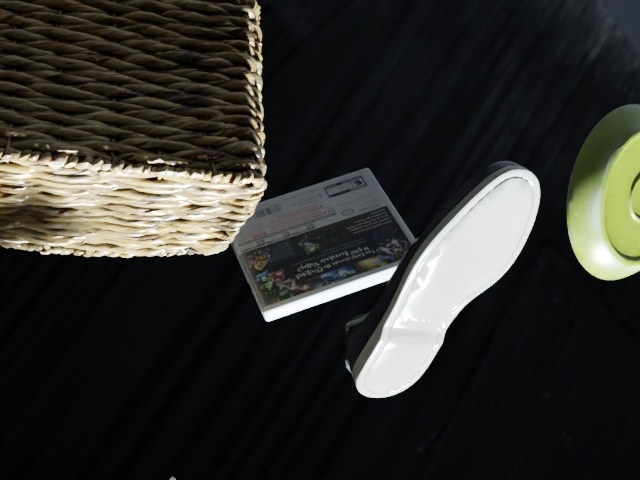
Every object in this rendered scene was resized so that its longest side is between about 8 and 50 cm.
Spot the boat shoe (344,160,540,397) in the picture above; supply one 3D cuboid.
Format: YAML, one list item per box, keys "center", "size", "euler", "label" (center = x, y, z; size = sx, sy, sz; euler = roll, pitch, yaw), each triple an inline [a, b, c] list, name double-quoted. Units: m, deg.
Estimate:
- center: [0.073, 0.018, 0.711]
  size: [0.075, 0.206, 0.065]
  euler: [11, -146, -31]
  label: "boat shoe"

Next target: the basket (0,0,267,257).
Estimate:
- center: [-0.216, -0.119, 0.994]
  size: [0.299, 0.223, 0.213]
  euler: [4, 155, -19]
  label: "basket"

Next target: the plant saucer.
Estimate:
- center: [0.423, -0.061, 1.376]
  size: [0.037, 0.241, 0.241]
  euler: [17, 155, 50]
  label: "plant saucer"

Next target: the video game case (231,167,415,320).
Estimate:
- center: [0.000, 0.000, 1.169]
  size: [0.173, 0.190, 0.022]
  euler: [-119, 15, -45]
  label: "video game case"

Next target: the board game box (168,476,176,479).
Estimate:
- center: [-0.188, 0.293, 0.931]
  size: [0.026, 0.154, 0.103]
  euler: [42, -168, 2]
  label: "board game box"
